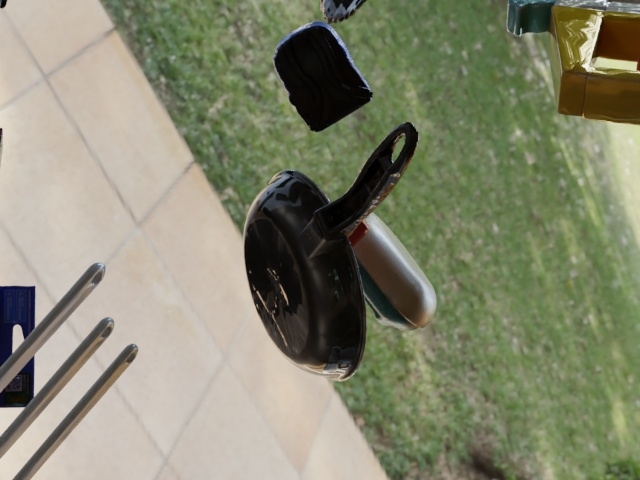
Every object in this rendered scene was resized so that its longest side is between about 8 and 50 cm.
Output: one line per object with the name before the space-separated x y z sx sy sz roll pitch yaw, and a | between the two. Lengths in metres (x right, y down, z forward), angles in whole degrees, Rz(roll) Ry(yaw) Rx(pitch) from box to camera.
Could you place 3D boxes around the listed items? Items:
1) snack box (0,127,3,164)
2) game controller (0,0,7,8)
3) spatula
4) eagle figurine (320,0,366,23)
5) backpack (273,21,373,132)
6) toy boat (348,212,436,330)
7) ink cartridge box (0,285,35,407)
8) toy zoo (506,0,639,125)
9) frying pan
snack box | -0.418 -0.080 1.103 0.141 0.037 0.100 5 61 -14
game controller | -0.474 -0.236 1.309 0.067 0.319 0.166 16 40 -30
spatula | -0.207 0.132 0.683 0.242 0.019 0.168 -51 158 -26
eagle figurine | 0.083 -0.379 1.066 0.298 0.226 0.225 70 16 -61
backpack | -0.006 -0.213 1.300 0.120 0.098 0.101 55 7 -19
toy boat | 0.067 0.043 1.830 0.267 0.148 0.318 56 12 29
ink cartridge box | -0.560 0.149 1.439 0.065 0.311 0.186 154 -64 -77
toy zoo | 0.260 -0.121 0.632 0.192 0.293 0.030 -61 155 -51
frying pan | 0.007 0.029 0.868 0.053 0.326 0.197 -15 91 -24
